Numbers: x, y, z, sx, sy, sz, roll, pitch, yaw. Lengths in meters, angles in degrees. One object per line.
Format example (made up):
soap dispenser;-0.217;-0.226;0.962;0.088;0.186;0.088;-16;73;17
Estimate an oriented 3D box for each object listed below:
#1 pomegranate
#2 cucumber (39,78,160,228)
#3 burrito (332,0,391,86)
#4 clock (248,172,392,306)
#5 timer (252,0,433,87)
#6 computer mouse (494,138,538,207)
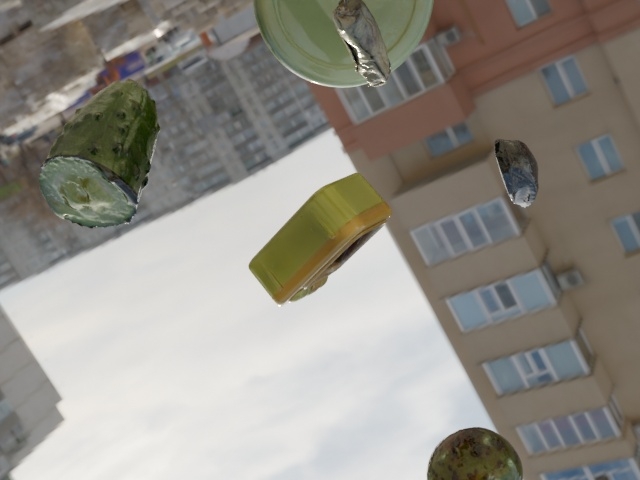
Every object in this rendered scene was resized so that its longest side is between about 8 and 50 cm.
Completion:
pomegranate;0.225;0.369;1.396;0.156;0.156;0.220;-23;180;23
cucumber;-0.279;-0.138;1.234;0.134;0.134;0.244;-21;-140;30
burrito;0.057;-0.272;1.265;0.045;0.188;0.058;9;-111;22
clock;0.000;0.000;1.377;0.202;0.096;0.143;-46;167;32
timer;0.011;-0.429;1.573;0.290;0.291;0.315;-29;-158;-1
computer mouse;0.261;-0.090;1.202;0.047;0.079;0.135;-15;156;15
